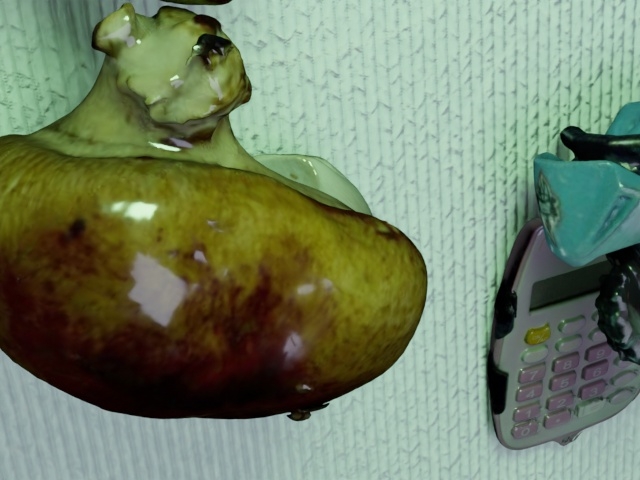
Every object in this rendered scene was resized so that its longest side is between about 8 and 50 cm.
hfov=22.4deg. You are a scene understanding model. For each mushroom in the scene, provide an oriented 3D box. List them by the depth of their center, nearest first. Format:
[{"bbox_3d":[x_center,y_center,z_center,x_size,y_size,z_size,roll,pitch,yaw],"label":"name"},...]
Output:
[{"bbox_3d":[-0.086,-0.009,1.091,0.345,0.345,0.259,14,86,-37],"label":"mushroom"},{"bbox_3d":[0.000,0.001,1.298,0.097,0.088,0.212,-31,137,1],"label":"mushroom"}]

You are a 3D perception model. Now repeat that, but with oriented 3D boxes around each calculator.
[{"bbox_3d":[0.244,0.080,1.530,0.194,0.043,0.294,-16,129,-23],"label":"calculator"}]

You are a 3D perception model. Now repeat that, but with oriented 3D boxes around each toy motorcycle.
[{"bbox_3d":[0.326,-0.099,1.371,0.232,0.172,0.416,33,85,-25],"label":"toy motorcycle"}]

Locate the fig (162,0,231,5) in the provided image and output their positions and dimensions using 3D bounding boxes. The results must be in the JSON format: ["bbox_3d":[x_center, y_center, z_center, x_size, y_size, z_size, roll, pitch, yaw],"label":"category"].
[{"bbox_3d":[-0.087,-0.251,1.002,0.203,0.225,0.203,-20,151,-12],"label":"fig"}]
